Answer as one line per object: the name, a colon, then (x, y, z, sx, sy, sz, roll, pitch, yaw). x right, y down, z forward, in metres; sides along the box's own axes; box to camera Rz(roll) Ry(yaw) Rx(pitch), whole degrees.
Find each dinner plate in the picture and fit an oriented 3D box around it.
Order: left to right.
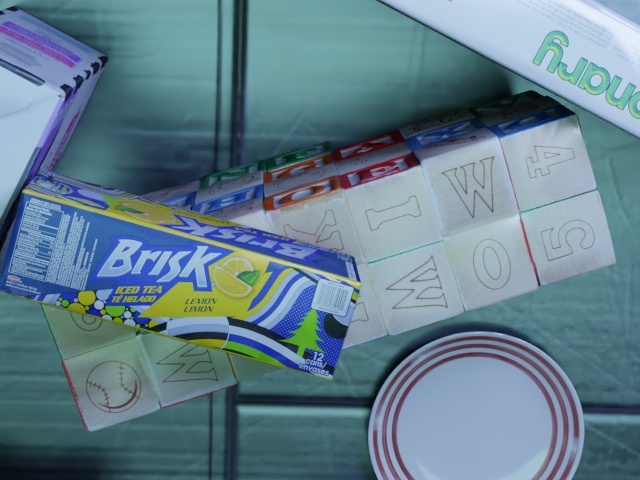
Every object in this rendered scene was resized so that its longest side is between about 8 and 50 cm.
dinner plate: (0.101, 0.126, 0.933, 0.141, 0.017, 0.141, -1, 103, -2)

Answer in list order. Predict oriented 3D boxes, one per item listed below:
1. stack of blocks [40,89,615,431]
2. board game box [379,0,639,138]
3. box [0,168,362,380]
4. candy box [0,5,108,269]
stack of blocks: (0.000, 0.000, 0.823, 0.297, 0.171, 0.087, -17, 103, 1)
board game box: (0.103, -0.125, 0.786, 0.305, 0.193, 0.053, 27, 100, -7)
box: (-0.067, 0.016, 0.705, 0.169, 0.059, 0.054, 16, 102, -6)
candy box: (-0.193, -0.038, 0.795, 0.070, 0.196, 0.164, 27, 101, -8)
